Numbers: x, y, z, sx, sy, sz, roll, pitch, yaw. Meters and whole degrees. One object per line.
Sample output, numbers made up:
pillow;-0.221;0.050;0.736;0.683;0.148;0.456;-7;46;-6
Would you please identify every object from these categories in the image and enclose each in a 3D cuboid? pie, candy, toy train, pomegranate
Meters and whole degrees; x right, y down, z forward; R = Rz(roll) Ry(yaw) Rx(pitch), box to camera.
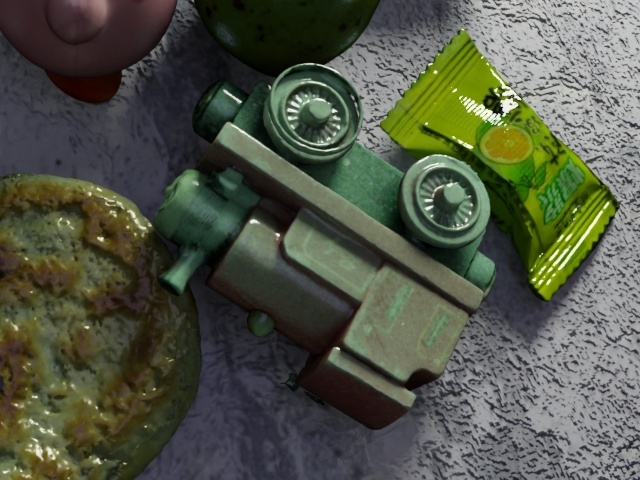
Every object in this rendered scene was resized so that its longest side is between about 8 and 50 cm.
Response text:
pie;-0.237;0.084;0.875;0.302;0.067;0.302;4;72;-13
candy;0.179;-0.073;1.041;0.246;0.069;0.149;44;65;-1
toy train;0.000;0.000;0.920;0.304;0.150;0.221;33;65;-6
pomegranate;-0.050;-0.255;0.961;0.225;0.187;0.187;42;67;-16

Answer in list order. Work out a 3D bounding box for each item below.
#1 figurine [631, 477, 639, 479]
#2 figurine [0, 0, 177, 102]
figurine;0.267;0.274;0.932;0.262;0.164;0.121;-23;122;-9
figurine;-0.203;-0.225;0.923;0.173;0.173;0.173;5;72;-15
